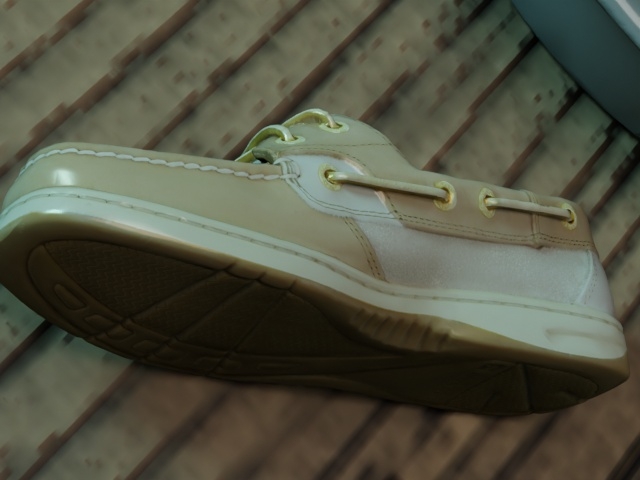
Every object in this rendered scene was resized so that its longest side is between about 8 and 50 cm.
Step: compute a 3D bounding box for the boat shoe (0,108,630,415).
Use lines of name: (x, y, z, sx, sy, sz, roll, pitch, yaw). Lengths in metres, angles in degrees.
boat shoe: (0.000, 0.000, 0.462, 0.170, 0.063, 0.059, 16, 61, -34)

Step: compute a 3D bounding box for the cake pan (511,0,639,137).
cake pan: (0.153, -0.133, 0.603, 0.293, 0.054, 0.293, 11, 66, -25)
